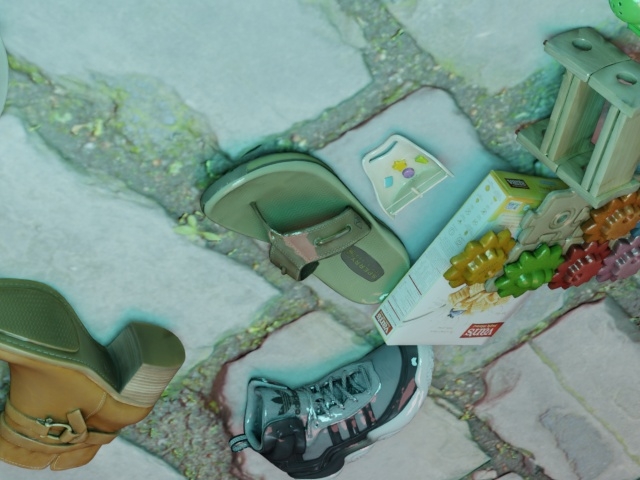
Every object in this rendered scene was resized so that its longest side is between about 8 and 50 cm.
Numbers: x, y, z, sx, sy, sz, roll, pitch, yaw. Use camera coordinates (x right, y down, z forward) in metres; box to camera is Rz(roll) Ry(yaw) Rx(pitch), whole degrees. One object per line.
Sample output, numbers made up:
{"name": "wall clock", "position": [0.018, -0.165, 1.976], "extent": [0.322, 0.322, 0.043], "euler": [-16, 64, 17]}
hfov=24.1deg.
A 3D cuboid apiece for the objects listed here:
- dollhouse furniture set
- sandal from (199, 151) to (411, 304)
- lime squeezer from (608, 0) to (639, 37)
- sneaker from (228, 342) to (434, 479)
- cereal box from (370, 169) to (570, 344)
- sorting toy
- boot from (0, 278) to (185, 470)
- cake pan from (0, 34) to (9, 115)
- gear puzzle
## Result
{"name": "dollhouse furniture set", "position": [0.319, -0.144, 1.547], "extent": [0.184, 0.129, 0.129], "euler": [-22, 142, -33]}
{"name": "sandal", "position": [0.002, 0.000, 1.587], "extent": [0.120, 0.086, 0.303], "euler": [-38, 135, 22]}
{"name": "lime squeezer", "position": [0.348, -0.245, 1.496], "extent": [0.310, 0.059, 0.110], "euler": [37, 84, -40]}
{"name": "sneaker", "position": [0.007, 0.191, 1.770], "extent": [0.153, 0.101, 0.268], "euler": [20, 127, -36]}
{"name": "cereal box", "position": [0.187, 0.026, 1.680], "extent": [0.173, 0.047, 0.240], "euler": [4, 134, -43]}
{"name": "sorting toy", "position": [0.083, -0.076, 1.576], "extent": [0.083, 0.045, 0.075], "euler": [-35, 127, 18]}
{"name": "boot", "position": [-0.314, 0.156, 1.645], "extent": [0.283, 0.109, 0.220], "euler": [14, 132, -38]}
{"name": "cake pan", "position": [-0.424, -0.154, 1.315], "extent": [0.293, 0.054, 0.293], "euler": [-9, 136, -9]}
{"name": "gear puzzle", "position": [0.274, 0.005, 1.633], "extent": [0.339, 0.044, 0.175], "euler": [-7, 142, -37]}
